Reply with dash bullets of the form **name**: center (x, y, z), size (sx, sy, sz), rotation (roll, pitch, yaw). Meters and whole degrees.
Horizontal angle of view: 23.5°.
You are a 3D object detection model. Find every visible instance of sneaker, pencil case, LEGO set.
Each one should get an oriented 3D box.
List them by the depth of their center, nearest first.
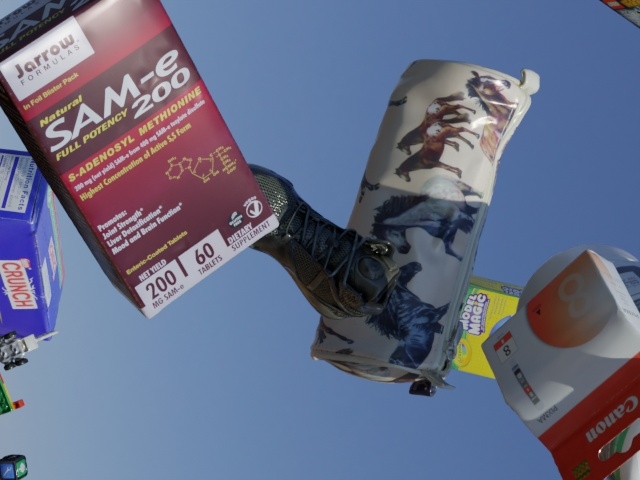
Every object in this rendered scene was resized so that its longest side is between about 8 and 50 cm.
- **LEGO set**: center (-0.371, 0.133, 1.517), size (0.182, 0.244, 0.060), rotation (-66, 165, 19)
- **sneaker**: center (0.000, 0.000, 1.574), size (0.130, 0.087, 0.227), rotation (-2, -42, 50)
- **pencil case**: center (0.130, -0.025, 1.836), size (0.160, 0.183, 0.410), rotation (39, 67, -69)

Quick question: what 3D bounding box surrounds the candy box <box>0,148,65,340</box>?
- **candy box**: center (-0.485, -0.003, 1.891), size (0.268, 0.317, 0.122), rotation (97, 0, -54)

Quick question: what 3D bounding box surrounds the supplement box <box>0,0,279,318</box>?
- **supplement box**: center (-0.141, -0.075, 1.132), size (0.073, 0.130, 0.239), rotation (35, -23, 54)

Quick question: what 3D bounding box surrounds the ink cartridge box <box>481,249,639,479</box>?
- **ink cartridge box**: center (0.229, 0.119, 1.367), size (0.145, 0.045, 0.179), rotation (-45, -140, 25)

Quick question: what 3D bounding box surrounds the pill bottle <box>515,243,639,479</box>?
- **pill bottle**: center (0.346, 0.144, 1.624), size (0.361, 0.204, 0.204), rotation (-121, -151, -65)

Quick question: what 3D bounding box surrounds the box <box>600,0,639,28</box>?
- **box**: center (0.354, -0.234, 1.524), size (0.137, 0.094, 0.027), rotation (4, -112, 60)

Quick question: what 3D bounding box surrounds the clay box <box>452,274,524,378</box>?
- **clay box**: center (0.257, 0.126, 2.096), size (0.053, 0.222, 0.127), rotation (-80, -178, -68)
